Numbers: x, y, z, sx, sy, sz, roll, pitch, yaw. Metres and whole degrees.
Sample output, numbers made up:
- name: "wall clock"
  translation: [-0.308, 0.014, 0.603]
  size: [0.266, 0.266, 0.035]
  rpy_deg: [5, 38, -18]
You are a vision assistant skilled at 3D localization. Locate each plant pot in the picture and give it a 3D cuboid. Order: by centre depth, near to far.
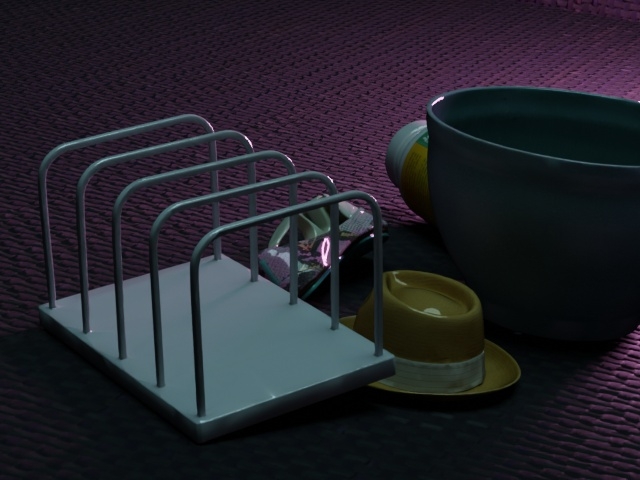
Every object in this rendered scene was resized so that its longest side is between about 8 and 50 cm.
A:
- name: "plant pot"
  translation: [0.237, -0.020, 1.786]
  size: [0.293, 0.196, 0.293]
  rpy_deg: [5, 17, -2]

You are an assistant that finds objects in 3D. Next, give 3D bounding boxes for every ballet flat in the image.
- name: "ballet flat"
  translation: [0.000, 0.000, 1.822]
  size: [0.079, 0.077, 0.221]
  rpy_deg: [52, 31, 3]

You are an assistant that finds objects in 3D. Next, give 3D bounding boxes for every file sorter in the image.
- name: "file sorter"
  translation: [-0.096, 0.016, 1.554]
  size: [0.193, 0.173, 0.278]
  rpy_deg: [-16, 26, -31]

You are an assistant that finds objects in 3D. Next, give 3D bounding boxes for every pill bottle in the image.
- name: "pill bottle"
  translation: [0.157, -0.064, 2.030]
  size: [0.118, 0.117, 0.208]
  rpy_deg: [-2, 19, -26]

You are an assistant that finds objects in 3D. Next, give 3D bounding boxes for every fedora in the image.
- name: "fedora"
  translation: [0.087, 0.077, 1.623]
  size: [0.194, 0.079, 0.194]
  rpy_deg: [5, 17, -2]
